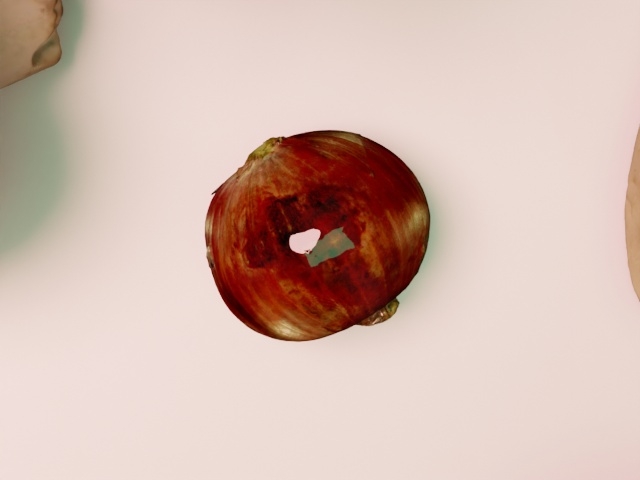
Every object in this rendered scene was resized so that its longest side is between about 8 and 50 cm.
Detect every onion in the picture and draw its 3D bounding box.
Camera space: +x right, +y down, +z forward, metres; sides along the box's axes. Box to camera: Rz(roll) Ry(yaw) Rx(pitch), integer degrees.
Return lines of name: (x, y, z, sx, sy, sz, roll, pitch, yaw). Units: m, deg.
onion: (0.000, 0.000, 0.468, 0.117, 0.118, 0.118, -45, 102, -1)

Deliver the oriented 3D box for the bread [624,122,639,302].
bread: (0.204, -0.051, 0.505, 0.073, 0.053, 0.214, 5, 98, -11)

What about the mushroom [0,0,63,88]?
mushroom: (-0.204, -0.077, 0.406, 0.204, 0.204, 0.204, -1, 101, -6)
